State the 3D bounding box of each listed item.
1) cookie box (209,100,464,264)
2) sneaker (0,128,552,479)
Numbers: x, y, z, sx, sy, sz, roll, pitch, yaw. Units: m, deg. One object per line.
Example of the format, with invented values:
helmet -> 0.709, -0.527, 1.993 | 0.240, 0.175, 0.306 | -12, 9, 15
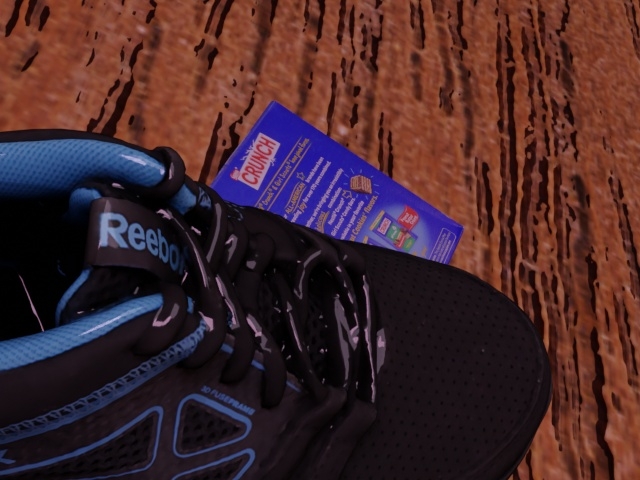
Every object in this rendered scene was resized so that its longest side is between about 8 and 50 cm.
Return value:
cookie box -> 0.000, 0.000, 0.604 | 0.107, 0.040, 0.092 | 35, 41, -3
sneaker -> -0.048, 0.039, 0.441 | 0.341, 0.139, 0.125 | 5, 63, -30
